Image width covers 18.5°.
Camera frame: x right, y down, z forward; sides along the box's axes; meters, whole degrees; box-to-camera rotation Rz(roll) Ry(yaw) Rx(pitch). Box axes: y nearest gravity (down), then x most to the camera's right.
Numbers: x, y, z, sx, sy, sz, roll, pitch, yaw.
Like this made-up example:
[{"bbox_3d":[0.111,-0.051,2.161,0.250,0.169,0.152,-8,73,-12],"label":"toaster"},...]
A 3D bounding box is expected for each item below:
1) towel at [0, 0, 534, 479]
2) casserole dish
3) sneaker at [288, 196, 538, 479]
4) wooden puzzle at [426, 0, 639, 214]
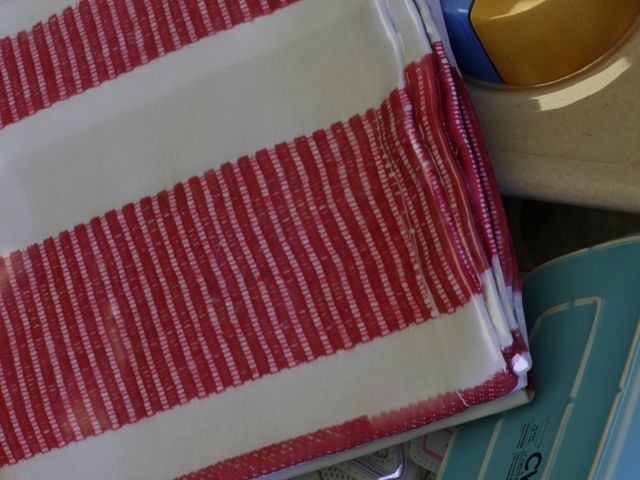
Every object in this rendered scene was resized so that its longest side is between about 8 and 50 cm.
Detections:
[{"bbox_3d":[-0.065,-0.067,0.738,0.237,0.037,0.329,-21,77,27],"label":"towel"},{"bbox_3d":[0.086,0.068,0.682,0.114,0.037,0.188,-20,40,52],"label":"casserole dish"},{"bbox_3d":[0.042,0.049,0.787,0.111,0.103,0.252,-3,80,26],"label":"sneaker"},{"bbox_3d":[0.047,-0.179,0.794,0.348,0.080,0.322,11,68,24],"label":"wooden puzzle"}]
